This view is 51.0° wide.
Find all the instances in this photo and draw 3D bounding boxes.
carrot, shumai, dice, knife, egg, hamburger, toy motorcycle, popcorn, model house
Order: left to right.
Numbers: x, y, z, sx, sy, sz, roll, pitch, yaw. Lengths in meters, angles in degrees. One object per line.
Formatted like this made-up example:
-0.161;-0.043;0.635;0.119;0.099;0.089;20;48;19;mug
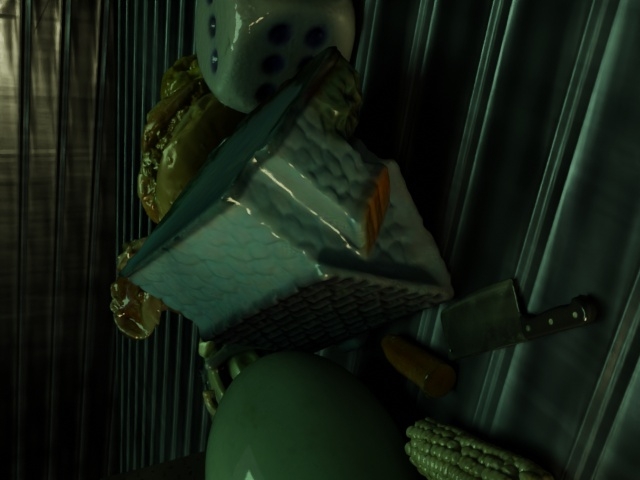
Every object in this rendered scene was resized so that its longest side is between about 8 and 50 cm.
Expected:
-0.341;0.098;1.472;0.314;0.262;0.267;19;132;61;shumai
-0.222;-0.251;1.325;0.190;0.191;0.253;20;119;24;popcorn
-0.169;-0.134;1.157;0.158;0.319;0.318;31;124;30;hamburger
-0.115;0.288;1.213;0.410;0.169;0.237;41;139;41;toy motorcycle
-0.072;-0.310;0.998;0.192;0.194;0.193;63;144;35;dice
-0.009;0.329;0.885;0.389;0.276;0.276;65;147;28;egg
0.000;0.000;0.880;0.360;0.339;0.297;-31;23;47;model house
0.116;0.156;0.865;0.139;0.048;0.048;-154;62;-62;carrot
0.197;0.080;0.723;0.245;0.019;0.072;144;119;-62;knife

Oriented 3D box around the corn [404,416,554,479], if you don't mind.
0.174;0.261;0.736;0.211;0.087;0.087;-173;79;-66;corn

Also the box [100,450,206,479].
-0.341;0.650;1.580;0.225;0.297;0.190;8;105;62;box
